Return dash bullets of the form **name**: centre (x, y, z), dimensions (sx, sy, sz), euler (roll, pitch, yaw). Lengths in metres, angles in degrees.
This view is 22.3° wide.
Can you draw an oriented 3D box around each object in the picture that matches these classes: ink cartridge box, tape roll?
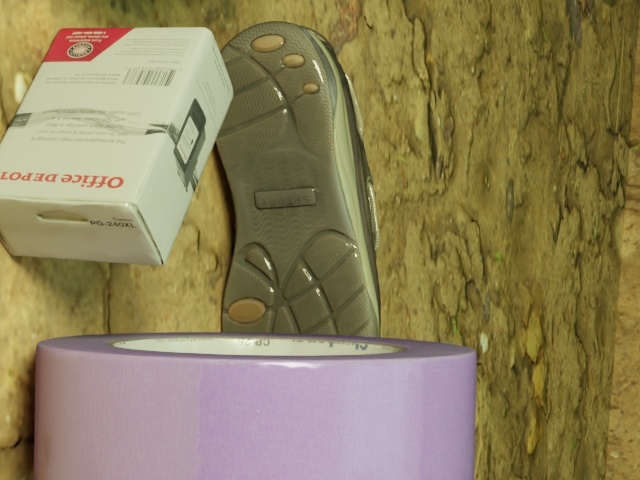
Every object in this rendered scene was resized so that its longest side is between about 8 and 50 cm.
- **ink cartridge box**: centre (-0.131, -0.060, 1.009), dimensions (0.063, 0.109, 0.150), euler (70, 30, -47)
- **tape roll**: centre (-0.040, 0.108, 1.019), dimensions (0.275, 0.275, 0.090), euler (0, 92, -67)

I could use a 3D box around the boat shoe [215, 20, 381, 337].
- **boat shoe**: centre (0.000, 0.000, 1.301), dimensions (0.130, 0.132, 0.355), euler (-26, 116, -65)
